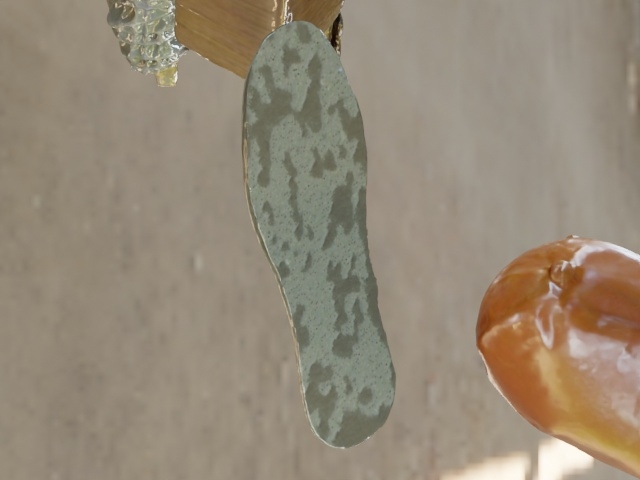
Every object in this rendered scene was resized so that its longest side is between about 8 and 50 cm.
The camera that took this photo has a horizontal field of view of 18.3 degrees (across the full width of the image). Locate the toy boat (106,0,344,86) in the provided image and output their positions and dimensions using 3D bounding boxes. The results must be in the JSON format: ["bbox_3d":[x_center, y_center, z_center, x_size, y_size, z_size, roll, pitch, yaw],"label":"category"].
[{"bbox_3d":[-0.039,-0.193,0.968,0.445,0.136,0.162,100,-17,-64],"label":"toy boat"}]

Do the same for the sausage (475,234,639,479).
[{"bbox_3d":[0.142,0.059,0.871,0.179,0.089,0.089,31,46,-25],"label":"sausage"}]

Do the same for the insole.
[{"bbox_3d":[0.000,0.000,0.865,0.065,0.006,0.193,-23,112,-33],"label":"insole"}]
